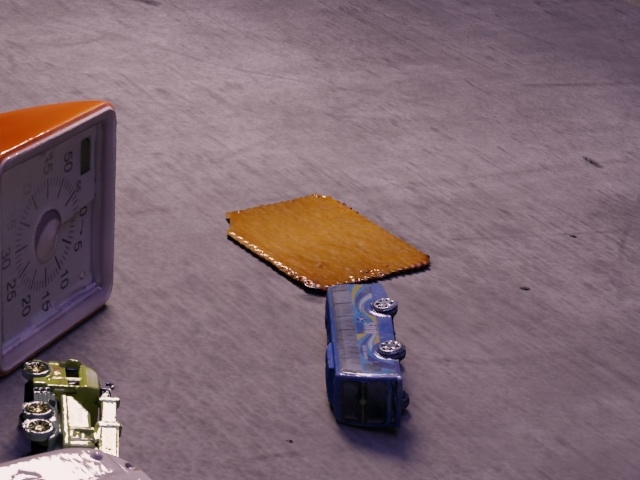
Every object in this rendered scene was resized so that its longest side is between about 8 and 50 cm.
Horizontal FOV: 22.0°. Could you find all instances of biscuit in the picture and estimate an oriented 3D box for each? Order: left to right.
[{"bbox_3d":[0.000,0.000,2.236,0.232,0.013,0.237,-13,34,-42],"label":"biscuit"}]

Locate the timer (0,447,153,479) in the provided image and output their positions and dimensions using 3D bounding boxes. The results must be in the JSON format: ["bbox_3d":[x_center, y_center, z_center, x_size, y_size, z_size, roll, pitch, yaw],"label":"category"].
[{"bbox_3d":[-0.229,0.280,1.450,0.262,0.087,0.237,-11,33,-38],"label":"timer"}]

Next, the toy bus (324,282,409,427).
[{"bbox_3d":[0.051,0.132,1.910,0.094,0.079,0.236,-6,25,1],"label":"toy bus"}]

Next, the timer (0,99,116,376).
[{"bbox_3d":[-0.328,-0.017,1.850,0.161,0.257,0.250,20,27,34],"label":"timer"}]

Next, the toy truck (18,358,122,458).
[{"bbox_3d":[-0.251,0.187,1.653,0.100,0.077,0.169,3,25,-12],"label":"toy truck"}]
